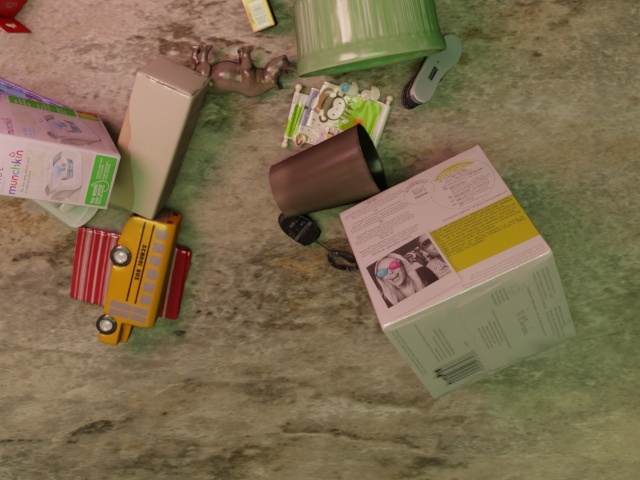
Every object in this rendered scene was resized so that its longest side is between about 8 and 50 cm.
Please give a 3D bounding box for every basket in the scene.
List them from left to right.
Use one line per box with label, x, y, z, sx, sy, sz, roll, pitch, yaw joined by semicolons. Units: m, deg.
basket;0.012;-0.144;1.413;0.226;0.154;0.204;-17;152;16

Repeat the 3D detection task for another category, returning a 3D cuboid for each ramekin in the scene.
ramekin;0.090;-0.427;1.260;0.303;0.303;0.148;-10;101;2

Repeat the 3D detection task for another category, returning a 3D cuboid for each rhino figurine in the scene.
rhino figurine;-0.168;-0.370;1.385;0.243;0.073;0.106;2;103;0

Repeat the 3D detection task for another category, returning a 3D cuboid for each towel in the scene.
towel;-0.467;0.082;1.556;0.274;0.031;0.199;13;108;-5

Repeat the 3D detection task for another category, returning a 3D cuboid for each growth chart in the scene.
growth chart;0.038;-0.280;1.447;0.237;0.021;0.172;8;109;-6

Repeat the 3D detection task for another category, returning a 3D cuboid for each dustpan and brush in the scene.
dustpan and brush;-0.540;-0.120;1.444;0.211;0.060;0.147;-43;137;-1

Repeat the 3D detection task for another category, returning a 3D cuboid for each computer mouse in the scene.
computer mouse;0.000;0.000;1.537;0.242;0.041;0.071;36;113;-19

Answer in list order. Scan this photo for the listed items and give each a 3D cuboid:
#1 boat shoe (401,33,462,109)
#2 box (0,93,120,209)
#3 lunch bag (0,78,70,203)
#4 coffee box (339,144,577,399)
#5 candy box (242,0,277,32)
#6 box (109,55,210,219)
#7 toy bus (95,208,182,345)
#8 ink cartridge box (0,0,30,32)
boat shoe;0.241;-0.374;1.401;0.065;0.083;0.183;37;77;-13
box;-0.552;-0.181;1.264;0.231;0.262;0.127;9;114;-33
lunch bag;-0.665;-0.218;1.418;0.293;0.138;0.221;19;107;-24
coffee box;0.288;0.071;1.351;0.338;0.334;0.338;-27;136;8
candy box;-0.146;-0.532;1.314;0.053;0.109;0.187;-20;108;6
box;-0.354;-0.219;1.361;0.121;0.148;0.311;24;119;-6
toy bus;-0.429;0.087;1.486;0.130;0.108;0.333;15;108;-7
ink cartridge box;-0.692;-0.533;1.291;0.231;0.134;0.078;42;103;-14
